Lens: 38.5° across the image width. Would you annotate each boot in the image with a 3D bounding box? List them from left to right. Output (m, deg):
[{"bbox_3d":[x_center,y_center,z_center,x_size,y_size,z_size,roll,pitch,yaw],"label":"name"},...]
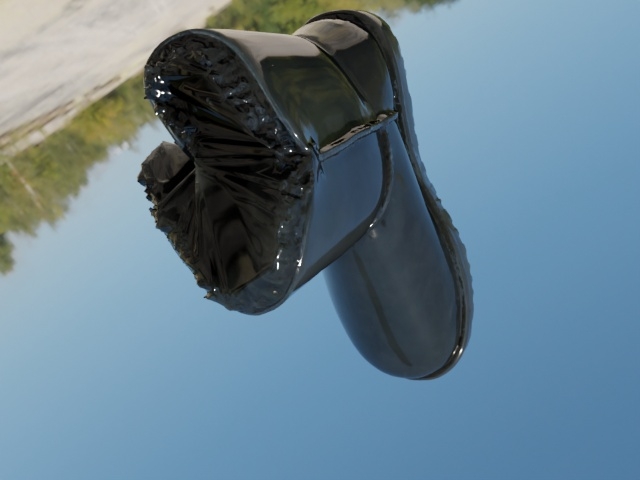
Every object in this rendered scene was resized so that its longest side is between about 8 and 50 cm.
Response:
[{"bbox_3d":[0.000,0.000,0.496,0.094,0.247,0.207,-7,-164,27],"label":"boot"}]
